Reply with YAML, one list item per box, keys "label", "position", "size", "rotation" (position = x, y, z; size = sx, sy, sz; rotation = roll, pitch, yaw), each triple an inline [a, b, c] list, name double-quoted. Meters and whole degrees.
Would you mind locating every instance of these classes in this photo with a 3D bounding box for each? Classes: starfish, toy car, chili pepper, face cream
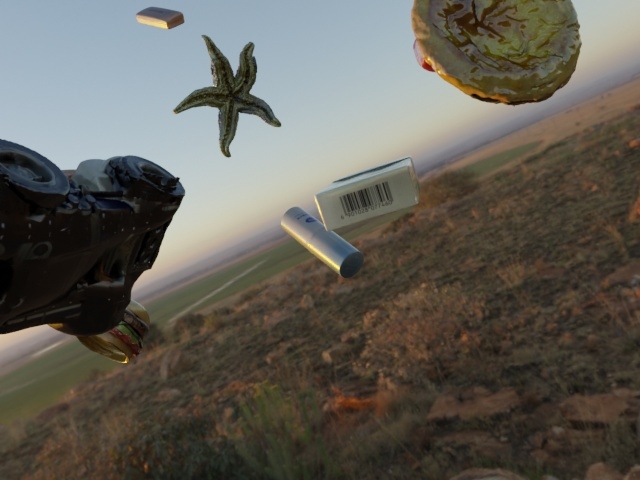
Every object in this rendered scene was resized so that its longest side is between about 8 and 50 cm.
- label: "starfish"
  position: [-0.171, -0.249, 0.909]
  size: [0.176, 0.208, 0.053]
  rotation: [-13, -2, -11]
- label: "toy car"
  position: [-0.245, -0.001, 0.441]
  size: [0.193, 0.118, 0.301]
  rotation: [-52, -15, 15]
- label: "chili pepper"
  position: [0.258, -0.426, 1.151]
  size: [0.110, 0.110, 0.387]
  rotation: [-23, 12, 16]
- label: "face cream"
  position: [0.000, 0.000, 1.311]
  size: [0.077, 0.077, 0.250]
  rotation: [-27, 44, -27]

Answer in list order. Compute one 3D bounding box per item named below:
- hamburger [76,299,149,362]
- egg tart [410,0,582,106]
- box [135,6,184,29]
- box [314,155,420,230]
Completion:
- label: "hamburger"
  position: [-0.504, 0.212, 1.301]
  size: [0.175, 0.175, 0.137]
  rotation: [-20, 34, 46]
- label: "egg tart"
  position: [0.235, -0.279, 0.718]
  size: [0.241, 0.241, 0.106]
  rotation: [-25, -13, -12]
- label: "box"
  position: [-0.335, -0.465, 1.088]
  size: [0.115, 0.025, 0.048]
  rotation: [25, 50, 33]
- label: "box"
  position: [0.097, -0.095, 0.969]
  size: [0.164, 0.069, 0.256]
  rotation: [-16, 9, 14]
